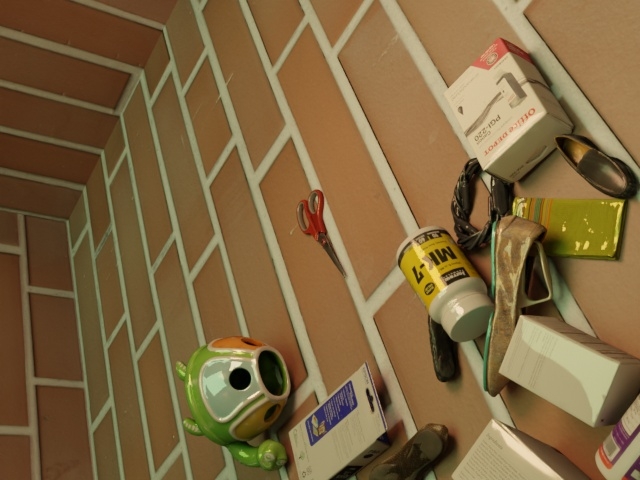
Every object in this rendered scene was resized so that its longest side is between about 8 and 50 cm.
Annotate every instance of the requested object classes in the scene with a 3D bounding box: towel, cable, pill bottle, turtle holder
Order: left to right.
[{"bbox_3d":[-0.196,0.384,2.026,0.227,0.243,0.320,-26,49,31],"label":"turtle holder"},{"bbox_3d":[0.237,0.081,1.569,0.119,0.119,0.208,-57,43,29],"label":"pill bottle"},{"bbox_3d":[0.304,-0.074,1.597,0.150,0.047,0.185,-43,43,52],"label":"cable"},{"bbox_3d":[0.412,-0.023,1.432,0.237,0.021,0.102,5,85,56],"label":"towel"},{"bbox_3d":[0.479,0.262,1.163,0.194,0.108,0.108,-63,36,23],"label":"pill bottle"}]

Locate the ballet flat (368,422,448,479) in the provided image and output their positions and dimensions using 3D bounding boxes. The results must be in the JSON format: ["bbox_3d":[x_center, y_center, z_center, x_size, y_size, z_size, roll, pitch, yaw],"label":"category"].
[{"bbox_3d":[0.174,0.428,1.627,0.084,0.058,0.250,43,128,13],"label":"ballet flat"}]

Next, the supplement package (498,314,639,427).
[{"bbox_3d":[0.389,0.198,1.292,0.179,0.105,0.105,29,104,43],"label":"supplement package"}]

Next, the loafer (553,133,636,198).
[{"bbox_3d":[0.445,-0.123,1.376,0.062,0.061,0.170,-64,37,20],"label":"loafer"}]

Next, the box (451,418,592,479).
[{"bbox_3d":[0.332,0.385,1.262,0.119,0.181,0.182,-56,37,5],"label":"box"}]

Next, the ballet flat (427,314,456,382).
[{"bbox_3d":[0.230,0.187,1.612,0.049,0.057,0.173,125,149,-65],"label":"ballet flat"}]

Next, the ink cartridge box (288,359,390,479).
[{"bbox_3d":[0.052,0.412,1.801,0.333,0.065,0.165,-49,43,39],"label":"ink cartridge box"}]

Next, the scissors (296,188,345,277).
[{"bbox_3d":[0.000,0.000,2.050,0.109,0.021,0.297,-47,45,35],"label":"scissors"}]

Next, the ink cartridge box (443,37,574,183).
[{"bbox_3d":[0.339,-0.237,1.532,0.158,0.092,0.218,-45,47,30],"label":"ink cartridge box"}]

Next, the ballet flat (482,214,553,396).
[{"bbox_3d":[0.338,0.116,1.424,0.106,0.107,0.316,4,95,24],"label":"ballet flat"}]
